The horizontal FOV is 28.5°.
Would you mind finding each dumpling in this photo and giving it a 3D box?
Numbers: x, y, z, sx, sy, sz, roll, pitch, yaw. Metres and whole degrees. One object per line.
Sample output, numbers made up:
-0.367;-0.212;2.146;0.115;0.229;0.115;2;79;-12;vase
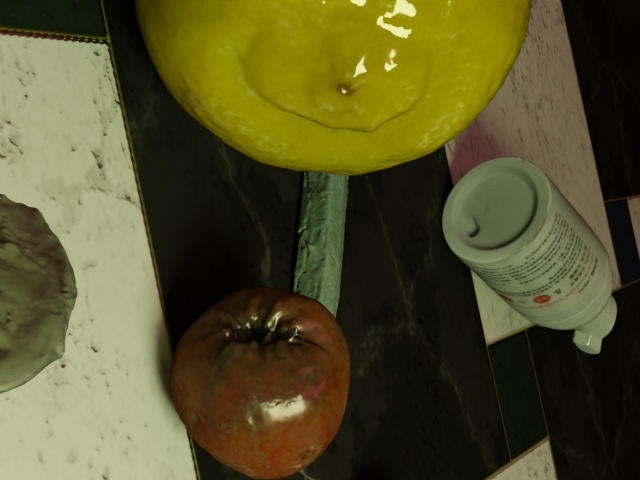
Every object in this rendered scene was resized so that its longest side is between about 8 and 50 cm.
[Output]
-0.197;0.039;0.648;0.176;0.150;0.092;-10;126;-64;dumpling

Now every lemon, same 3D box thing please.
0.011;-0.220;1.029;0.348;0.348;0.348;32;52;-53;lemon

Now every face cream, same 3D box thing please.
0.298;0.036;1.632;0.370;0.145;0.145;39;47;-50;face cream

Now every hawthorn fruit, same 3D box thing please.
-0.051;0.130;0.995;0.149;0.149;0.189;-36;140;-59;hawthorn fruit

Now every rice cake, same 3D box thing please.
0.000;0.000;1.213;0.045;0.042;0.245;45;42;-49;rice cake
